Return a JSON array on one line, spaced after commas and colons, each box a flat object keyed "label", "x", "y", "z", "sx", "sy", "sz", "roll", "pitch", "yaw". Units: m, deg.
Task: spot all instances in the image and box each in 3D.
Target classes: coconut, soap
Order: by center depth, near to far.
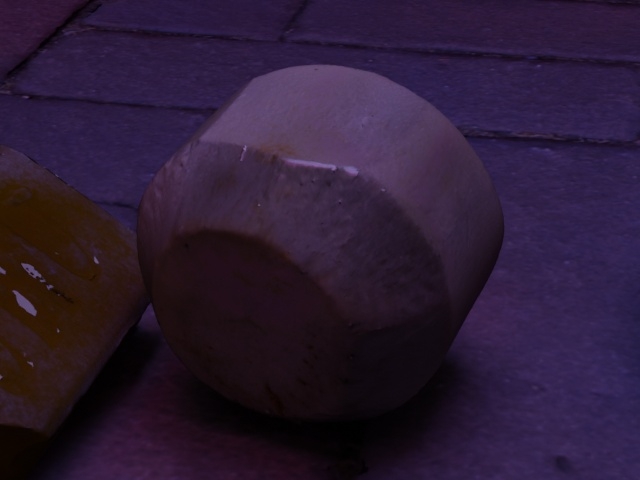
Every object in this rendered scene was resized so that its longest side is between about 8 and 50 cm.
[{"label": "soap", "x": -0.214, "y": 0.054, "z": 0.848, "sx": 0.160, "sy": 0.080, "sz": 0.257, "roll": 35, "pitch": 31, "yaw": -5}, {"label": "coconut", "x": 0.003, "y": 0.000, "z": 0.877, "sx": 0.241, "sy": 0.241, "sz": 0.241, "roll": 0, "pitch": 28, "yaw": 0}]
